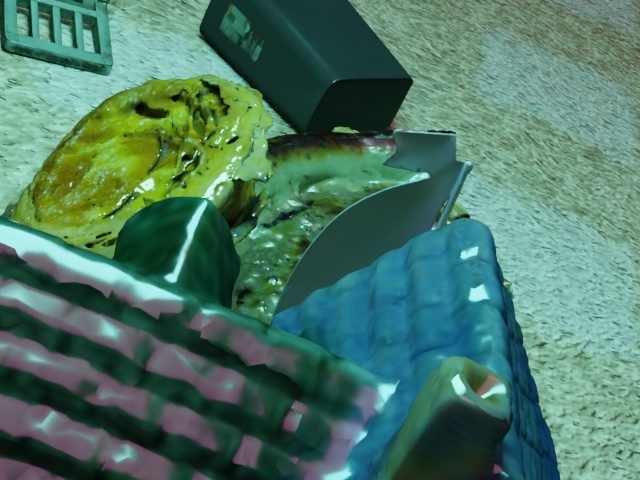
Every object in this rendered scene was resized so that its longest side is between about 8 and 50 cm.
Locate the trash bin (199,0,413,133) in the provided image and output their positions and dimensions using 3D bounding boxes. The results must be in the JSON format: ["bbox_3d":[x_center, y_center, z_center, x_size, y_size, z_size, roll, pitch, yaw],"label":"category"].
[{"bbox_3d":[-0.015,-0.233,1.820,0.165,0.115,0.225,-7,47,-44],"label":"trash bin"}]

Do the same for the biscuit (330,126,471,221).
[{"bbox_3d":[0.087,-0.066,1.694,0.188,0.052,0.056,38,21,18],"label":"biscuit"}]

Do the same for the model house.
[{"bbox_3d":[-0.044,0.148,0.948,0.445,0.400,0.395,21,34,-8],"label":"model house"}]

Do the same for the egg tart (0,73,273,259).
[{"bbox_3d":[-0.153,-0.034,1.345,0.297,0.132,0.297,-17,32,11],"label":"egg tart"}]

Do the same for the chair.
[{"bbox_3d":[-0.300,-0.336,1.725,0.136,0.147,0.270,12,32,-23],"label":"chair"}]

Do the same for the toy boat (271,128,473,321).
[{"bbox_3d":[0.023,0.058,1.240,0.219,0.318,0.072,-7,34,-7],"label":"toy boat"}]

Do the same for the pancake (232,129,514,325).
[{"bbox_3d":[-0.003,-0.003,1.478,0.426,0.067,0.305,-17,47,-38],"label":"pancake"}]
